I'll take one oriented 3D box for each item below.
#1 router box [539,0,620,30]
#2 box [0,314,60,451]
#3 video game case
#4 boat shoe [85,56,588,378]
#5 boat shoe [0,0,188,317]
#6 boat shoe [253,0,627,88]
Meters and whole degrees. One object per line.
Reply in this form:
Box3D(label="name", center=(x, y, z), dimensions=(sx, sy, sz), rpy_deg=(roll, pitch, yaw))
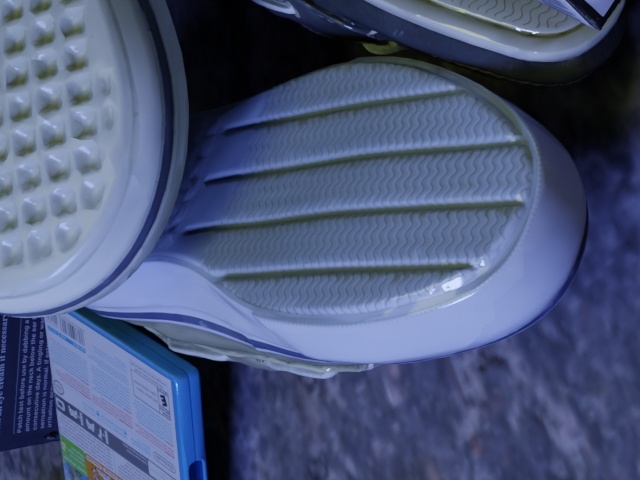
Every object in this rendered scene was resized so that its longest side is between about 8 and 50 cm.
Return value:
Box3D(label="router box", center=(0.054, -0.159, 0.581), dimensions=(0.179, 0.046, 0.133), rpy_deg=(34, 91, 44))
Box3D(label="box", center=(-0.249, 0.043, 0.923), dimensions=(0.153, 0.207, 0.108), rpy_deg=(25, 115, 48))
Box3D(label="video game case", center=(-0.087, 0.114, 0.856), dimensions=(0.119, 0.015, 0.166), rpy_deg=(26, 127, 47))
Box3D(label="boat shoe", center=(0.000, 0.000, 0.691), dimensions=(0.302, 0.094, 0.109), rpy_deg=(3, 66, 54))
Box3D(label="boat shoe", center=(-0.168, -0.137, 0.819), dimensions=(0.187, 0.156, 0.500), rpy_deg=(-56, 44, 13))
Box3D(label="boat shoe", center=(0.023, -0.108, 0.671), dimensions=(0.233, 0.084, 0.079), rpy_deg=(30, 157, 39))
